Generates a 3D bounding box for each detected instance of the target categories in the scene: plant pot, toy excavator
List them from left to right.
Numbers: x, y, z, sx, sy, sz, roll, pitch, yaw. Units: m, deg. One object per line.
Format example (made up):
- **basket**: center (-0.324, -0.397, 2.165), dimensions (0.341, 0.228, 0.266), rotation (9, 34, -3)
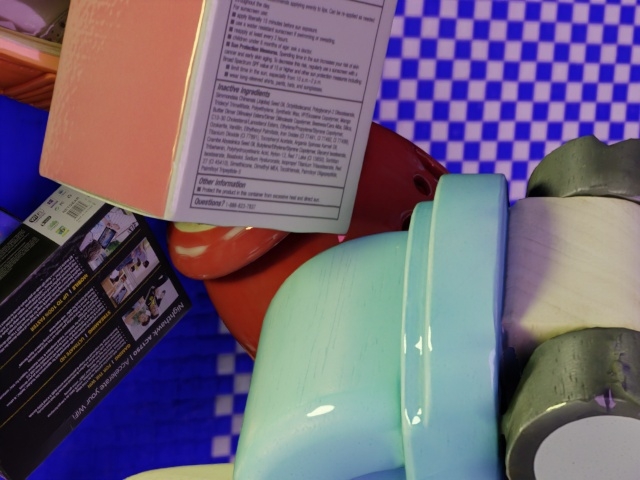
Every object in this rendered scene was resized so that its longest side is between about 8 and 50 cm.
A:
- **plant pot**: center (0.000, 0.000, 1.197), dimensions (0.174, 0.191, 0.191), rotation (42, 79, -24)
- **toy excavator**: center (0.006, 0.149, 1.081), dimensions (0.445, 0.222, 0.433), rotation (2, 132, 9)

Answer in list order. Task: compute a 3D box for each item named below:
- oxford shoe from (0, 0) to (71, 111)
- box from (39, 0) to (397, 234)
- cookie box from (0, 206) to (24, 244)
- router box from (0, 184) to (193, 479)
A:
- **oxford shoe**: center (-0.177, -0.155, 1.100), dimensions (0.364, 0.130, 0.132), rotation (7, 81, -38)
- **box**: center (-0.052, -0.130, 1.015), dimensions (0.148, 0.127, 0.232), rotation (5, 100, -46)
- **cookie box**: center (-0.254, 0.005, 1.135), dimensions (0.107, 0.040, 0.092), rotation (31, 85, -32)
- **router box**: center (-0.178, 0.056, 1.154), dimensions (0.179, 0.046, 0.133), rotation (-46, 139, -20)
